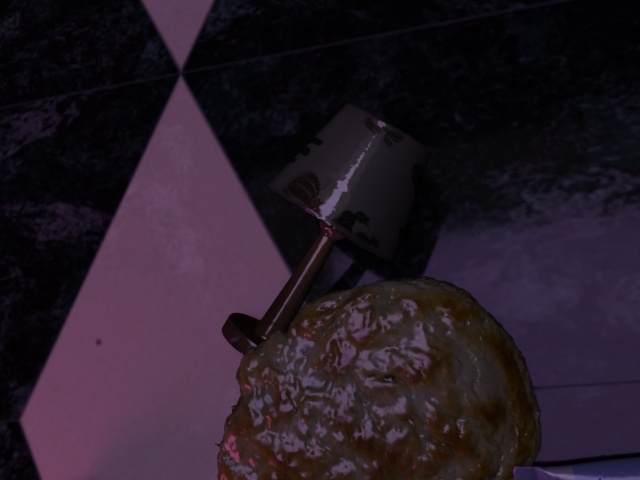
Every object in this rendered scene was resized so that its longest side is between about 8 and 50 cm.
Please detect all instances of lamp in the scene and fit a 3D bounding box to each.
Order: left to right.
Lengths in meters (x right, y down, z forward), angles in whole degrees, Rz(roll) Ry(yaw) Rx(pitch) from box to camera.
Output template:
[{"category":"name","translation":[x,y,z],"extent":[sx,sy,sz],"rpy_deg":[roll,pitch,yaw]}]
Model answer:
[{"category":"lamp","translation":[0.000,0.000,0.603],"extent":[0.121,0.121,0.214],"rpy_deg":[35,97,22]}]

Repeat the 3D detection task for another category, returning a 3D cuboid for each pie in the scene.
[{"category":"pie","translation":[0.037,0.134,0.557],"extent":[0.248,0.090,0.201],"rpy_deg":[-28,90,2]}]

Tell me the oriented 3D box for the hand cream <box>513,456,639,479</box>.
[{"category":"hand cream","translation":[0.275,0.175,0.504],"extent":[0.272,0.058,0.091],"rpy_deg":[-12,110,14]}]
